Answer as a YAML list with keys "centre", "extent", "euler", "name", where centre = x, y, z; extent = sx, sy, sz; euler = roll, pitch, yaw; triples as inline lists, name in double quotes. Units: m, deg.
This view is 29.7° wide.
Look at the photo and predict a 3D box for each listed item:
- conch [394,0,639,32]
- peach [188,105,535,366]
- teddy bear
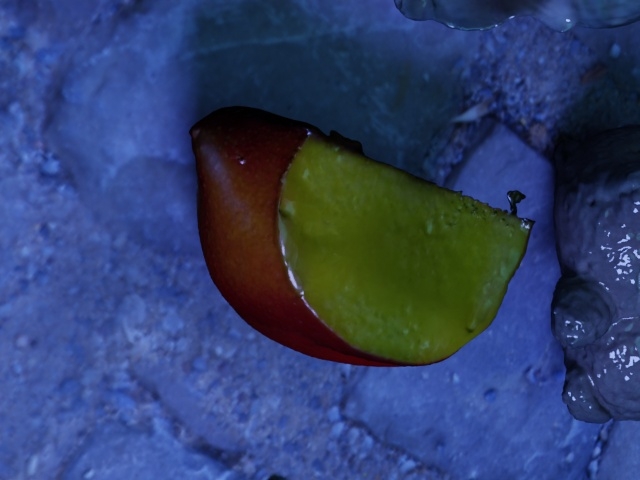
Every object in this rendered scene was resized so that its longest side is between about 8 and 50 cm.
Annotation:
- centre: [0.187, -0.245, 0.926]
  extent: [0.277, 0.195, 0.220]
  euler: [-22, 154, -49]
  name: "conch"
- centre: [0.000, 0.007, 0.870]
  extent: [0.267, 0.159, 0.153]
  euler: [18, 81, -35]
  name: "peach"
- centre: [0.280, 0.034, 1.057]
  extent: [0.236, 0.151, 0.267]
  euler: [-19, 107, -33]
  name: "teddy bear"
